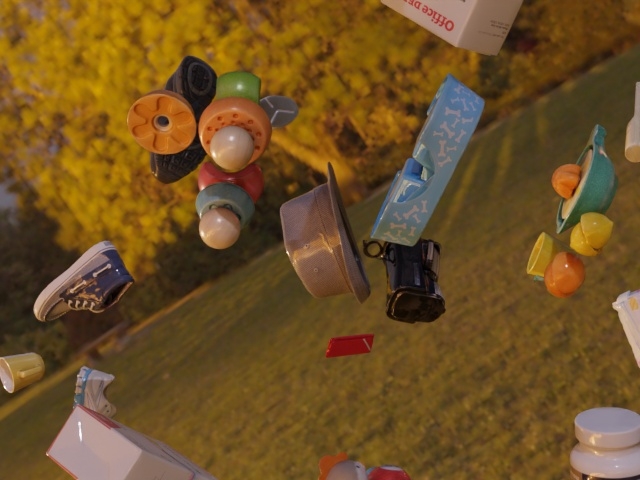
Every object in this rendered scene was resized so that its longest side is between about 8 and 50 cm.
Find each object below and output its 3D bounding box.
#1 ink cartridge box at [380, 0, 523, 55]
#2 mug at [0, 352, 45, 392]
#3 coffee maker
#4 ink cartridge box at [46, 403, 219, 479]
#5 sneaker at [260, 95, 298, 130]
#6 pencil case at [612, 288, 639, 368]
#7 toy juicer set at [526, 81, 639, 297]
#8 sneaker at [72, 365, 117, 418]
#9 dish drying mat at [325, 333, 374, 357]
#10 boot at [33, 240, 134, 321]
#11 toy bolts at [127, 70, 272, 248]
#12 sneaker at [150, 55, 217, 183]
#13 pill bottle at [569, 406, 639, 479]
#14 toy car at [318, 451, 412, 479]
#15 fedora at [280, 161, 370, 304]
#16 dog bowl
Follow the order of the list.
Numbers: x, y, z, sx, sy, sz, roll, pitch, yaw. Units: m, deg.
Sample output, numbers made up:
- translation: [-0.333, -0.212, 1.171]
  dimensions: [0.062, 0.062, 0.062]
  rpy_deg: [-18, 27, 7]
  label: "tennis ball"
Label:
- translation: [0.255, -0.487, 1.751]
  dimensions: [0.121, 0.211, 0.289]
  rpy_deg: [0, -59, -44]
  label: "ink cartridge box"
- translation: [-0.500, 0.223, 1.755]
  dimensions: [0.064, 0.062, 0.078]
  rpy_deg: [-16, 37, -37]
  label: "mug"
- translation: [0.178, 0.085, 2.219]
  dimensions: [0.171, 0.120, 0.178]
  rpy_deg: [-6, 39, 9]
  label: "coffee maker"
- translation: [-0.185, 0.256, 1.125]
  dimensions: [0.115, 0.198, 0.067]
  rpy_deg: [24, 79, 38]
  label: "ink cartridge box"
- translation: [-0.109, -0.191, 1.660]
  dimensions: [0.152, 0.054, 0.061]
  rpy_deg: [-23, 3, -16]
  label: "sneaker"
- translation: [0.697, 0.229, 2.129]
  dimensions: [0.124, 0.273, 0.113]
  rpy_deg: [-13, -12, -22]
  label: "pencil case"
- translation: [0.379, -0.070, 1.490]
  dimensions: [0.209, 0.089, 0.329]
  rpy_deg: [-62, -6, -71]
  label: "toy juicer set"
- translation: [-0.423, 0.332, 1.925]
  dimensions: [0.083, 0.190, 0.071]
  rpy_deg: [9, -11, -6]
  label: "sneaker"
- translation: [0.044, 0.153, 1.506]
  dimensions: [0.083, 0.032, 0.008]
  rpy_deg: [-2, 25, -40]
  label: "dish drying mat"
- translation: [-0.389, 0.092, 1.696]
  dimensions: [0.190, 0.086, 0.069]
  rpy_deg: [-43, -22, 20]
  label: "boot"
- translation: [-0.170, -0.101, 1.486]
  dimensions: [0.218, 0.228, 0.158]
  rpy_deg: [-3, 37, 6]
  label: "toy bolts"
- translation: [-0.280, -0.222, 2.033]
  dimensions: [0.130, 0.109, 0.286]
  rpy_deg: [-30, 39, 46]
  label: "sneaker"
- translation: [0.551, 0.461, 1.960]
  dimensions: [0.153, 0.264, 0.153]
  rpy_deg: [-6, 11, 1]
  label: "pill bottle"
- translation: [0.097, 0.601, 2.556]
  dimensions: [0.210, 0.238, 0.219]
  rpy_deg: [-47, 18, -17]
  label: "toy car"
- translation: [0.000, 0.000, 1.961]
  dimensions: [0.124, 0.275, 0.244]
  rpy_deg: [-18, 14, 5]
  label: "fedora"
- translation: [0.173, -0.119, 1.661]
  dimensions: [0.166, 0.074, 0.297]
  rpy_deg: [-66, 2, -67]
  label: "dog bowl"
